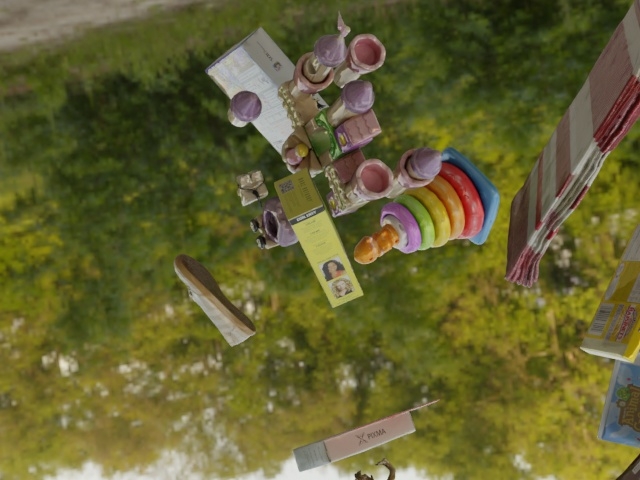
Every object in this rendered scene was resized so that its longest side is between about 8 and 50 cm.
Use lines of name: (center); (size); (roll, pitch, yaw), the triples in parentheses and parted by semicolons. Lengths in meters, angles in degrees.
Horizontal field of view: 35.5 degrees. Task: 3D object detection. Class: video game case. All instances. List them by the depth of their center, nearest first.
video game case: (0.630, 0.301, 1.852); (0.193, 0.212, 0.023); (11, -152, 12)
video game case: (-0.094, -0.283, 1.963); (0.061, 0.244, 0.269); (-47, -166, -15)

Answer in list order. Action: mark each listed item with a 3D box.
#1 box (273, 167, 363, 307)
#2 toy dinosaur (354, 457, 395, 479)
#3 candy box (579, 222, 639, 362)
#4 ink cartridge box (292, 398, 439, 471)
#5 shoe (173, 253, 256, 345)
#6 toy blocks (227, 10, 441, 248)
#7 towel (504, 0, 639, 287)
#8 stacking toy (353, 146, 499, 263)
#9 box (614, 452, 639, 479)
box: (0.000, 0.000, 1.515); (0.058, 0.087, 0.232); (-24, 140, 2)
toy dinosaur: (0.090, 0.340, 1.319); (0.183, 0.092, 0.053); (-9, 149, -49)
candy box: (0.441, 0.069, 1.400); (0.027, 0.205, 0.105); (30, 172, -18)
ink cartridge box: (0.112, 0.443, 2.271); (0.275, 0.060, 0.239); (-10, 168, -40)
shoe: (-0.215, 0.118, 1.935); (0.058, 0.219, 0.076); (-37, -163, 14)
toy blocks: (0.024, -0.181, 1.617); (0.309, 0.288, 0.260); (-21, 174, -24)
towel: (0.320, -0.122, 1.223); (0.037, 0.329, 0.237); (25, -150, -2)
stacking toy: (0.180, -0.035, 1.922); (0.302, 0.166, 0.175); (-29, 149, -25)
box: (0.665, 0.560, 1.733); (0.191, 0.381, 0.143); (-52, 178, 7)
